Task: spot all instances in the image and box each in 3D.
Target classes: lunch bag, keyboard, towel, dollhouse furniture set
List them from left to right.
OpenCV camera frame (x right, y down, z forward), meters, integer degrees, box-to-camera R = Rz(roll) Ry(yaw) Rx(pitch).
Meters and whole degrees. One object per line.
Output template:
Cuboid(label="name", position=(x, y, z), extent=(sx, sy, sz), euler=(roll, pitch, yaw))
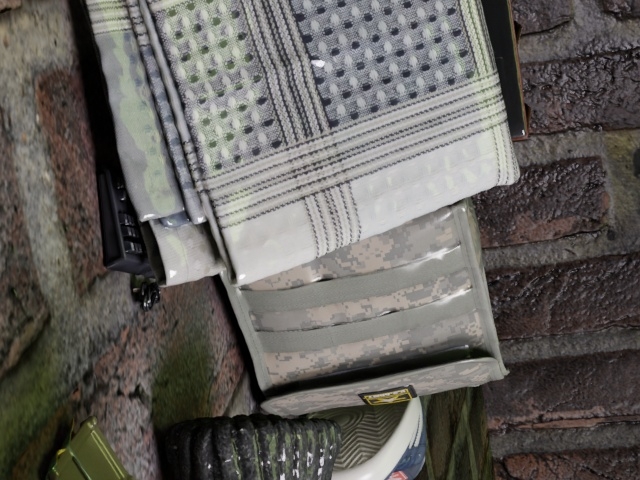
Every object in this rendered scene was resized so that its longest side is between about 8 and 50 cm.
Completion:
Cuboid(label="dollhouse furniture set", position=(-0.147, 0.195, 1.191), extent=(0.151, 0.059, 0.076), euler=(59, 25, -16))
Cuboid(label="keyboard", position=(-0.131, 0.002, 1.400), extent=(0.180, 0.023, 0.108), euler=(21, 63, -77))
Cuboid(label="towel", position=(-0.015, -0.146, 1.357), extent=(0.056, 0.324, 0.312), euler=(9, -65, 65))
Cuboid(label="lunch bag", position=(0.043, 0.056, 1.707), extent=(0.169, 0.235, 0.287), euler=(-93, 170, -49))

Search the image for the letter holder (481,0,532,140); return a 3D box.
Cuboid(label="letter holder", position=(0.025, -0.161, 1.572), extent=(0.214, 0.302, 0.152), euler=(-60, 142, -73))

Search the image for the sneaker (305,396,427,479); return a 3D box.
Cuboid(label="sneaker", position=(0.061, 0.223, 1.973), extent=(0.350, 0.131, 0.148), euler=(-68, 145, -69))

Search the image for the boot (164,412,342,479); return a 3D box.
Cuboid(label="boot", position=(-0.024, 0.273, 1.494), extent=(0.348, 0.131, 0.260), euler=(38, 46, -75))
